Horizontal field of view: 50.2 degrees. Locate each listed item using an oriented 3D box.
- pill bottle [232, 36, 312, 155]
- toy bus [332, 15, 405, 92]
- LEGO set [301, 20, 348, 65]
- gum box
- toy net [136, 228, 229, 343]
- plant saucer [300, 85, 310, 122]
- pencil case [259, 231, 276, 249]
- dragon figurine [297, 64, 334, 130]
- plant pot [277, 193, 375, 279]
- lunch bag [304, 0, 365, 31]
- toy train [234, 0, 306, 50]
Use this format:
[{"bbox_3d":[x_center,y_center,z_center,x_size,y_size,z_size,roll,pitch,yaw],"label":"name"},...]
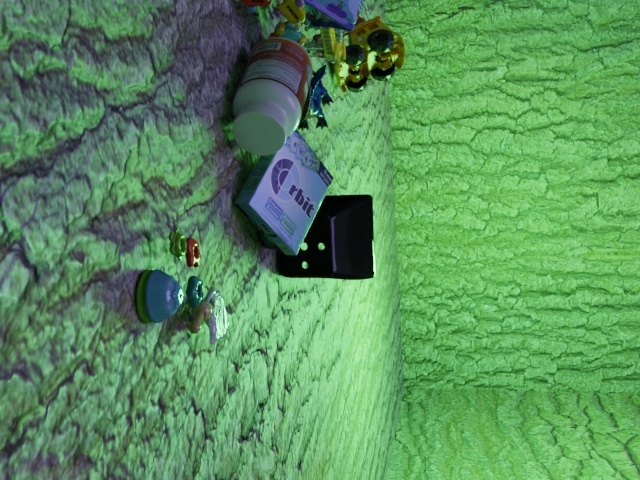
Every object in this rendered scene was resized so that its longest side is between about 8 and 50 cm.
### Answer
[{"bbox_3d":[-0.087,-0.252,1.200,0.121,0.121,0.216,76,18,-45],"label":"pill bottle"},{"bbox_3d":[0.115,-0.581,2.063,0.211,0.220,0.149,59,-10,29],"label":"toy bus"},{"bbox_3d":[-0.010,-0.473,1.576,0.287,0.107,0.132,-12,103,-78],"label":"LEGO set"},{"bbox_3d":[-0.061,-0.092,1.253,0.157,0.041,0.184,49,55,-40],"label":"gum box"},{"bbox_3d":[-0.180,0.072,0.941,0.232,0.045,0.122,62,28,-67],"label":"toy net"},{"bbox_3d":[-0.063,-0.319,1.368,0.168,0.029,0.168,171,-90,-70],"label":"plant saucer"},{"bbox_3d":[-0.087,-0.058,1.309,0.070,0.064,0.152,-9,99,-52],"label":"pencil case"},{"bbox_3d":[-0.026,-0.350,1.559,0.144,0.085,0.289,75,20,-47],"label":"dragon figurine"},{"bbox_3d":[0.000,0.000,1.465,0.167,0.187,0.188,-15,105,-65],"label":"plant pot"},{"bbox_3d":[-0.033,-0.555,1.250,0.293,0.138,0.221,20,95,-41],"label":"lunch bag"},{"bbox_3d":[-0.087,-0.409,1.241,0.166,0.125,0.046,83,8,-59],"label":"toy train"}]
